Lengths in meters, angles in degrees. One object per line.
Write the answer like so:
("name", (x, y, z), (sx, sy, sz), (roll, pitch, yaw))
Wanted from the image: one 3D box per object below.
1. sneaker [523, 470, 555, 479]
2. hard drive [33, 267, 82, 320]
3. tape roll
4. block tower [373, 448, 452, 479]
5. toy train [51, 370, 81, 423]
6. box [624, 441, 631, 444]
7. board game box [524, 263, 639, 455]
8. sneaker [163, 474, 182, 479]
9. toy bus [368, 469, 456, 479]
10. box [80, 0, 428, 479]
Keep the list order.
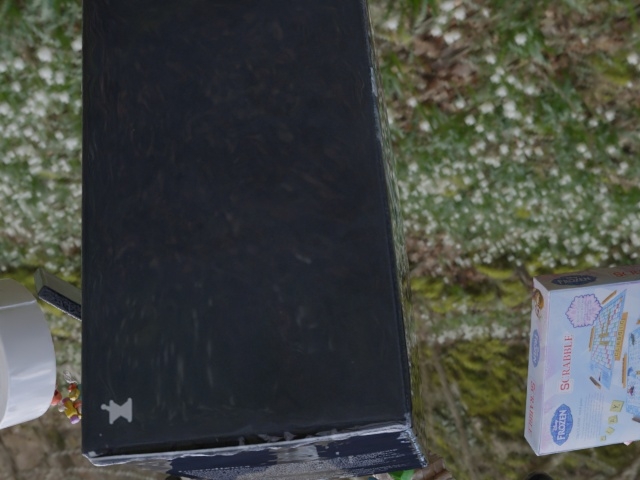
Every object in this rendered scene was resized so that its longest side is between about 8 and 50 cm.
("sneaker", (0.516, 0.608, 1.900), (0.087, 0.227, 0.130), (-25, -168, -5))
("hard drive", (-0.384, 0.084, 1.325), (0.022, 0.094, 0.135), (-57, -158, -3))
("tape roll", (-0.624, 0.217, 1.691), (0.100, 0.286, 0.286), (-11, 167, -45))
("block tower", (0.178, 0.509, 2.035), (0.097, 0.091, 0.335), (-21, -165, -23))
("toy train", (-0.532, 0.319, 1.873), (0.046, 0.125, 0.166), (-39, 180, 10))
("box", (0.581, 0.249, 1.809), (0.154, 0.142, 0.300), (-47, -156, 17))
("board game box", (0.515, 0.198, 1.507), (0.318, 0.319, 0.066), (-5, -158, -10))
("sneaker", (-0.125, 0.459, 1.296), (0.121, 0.300, 0.111), (-38, 174, -20))
("toy bus", (0.100, 0.438, 1.382), (0.104, 0.191, 0.202), (9, 166, 44))
("box", (-0.051, 0.016, 1.001), (0.297, 0.480, 0.472), (-8, 161, 8))
